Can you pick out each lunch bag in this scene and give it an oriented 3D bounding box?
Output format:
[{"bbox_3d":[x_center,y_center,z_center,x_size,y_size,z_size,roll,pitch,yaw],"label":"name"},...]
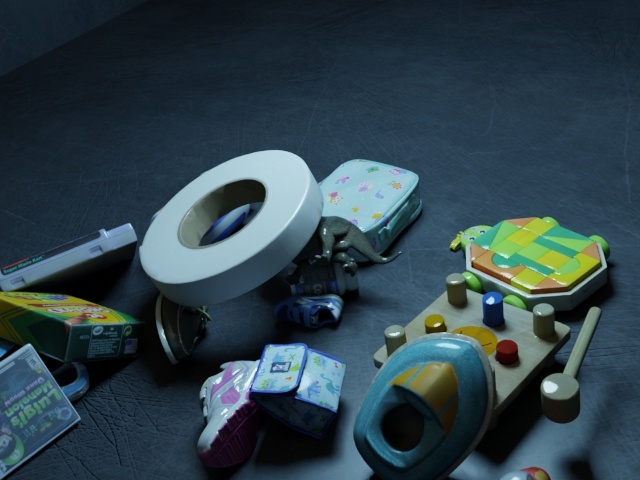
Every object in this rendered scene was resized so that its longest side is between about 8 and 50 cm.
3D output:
[{"bbox_3d":[0.091,-0.066,1.984,0.224,0.108,0.279,17,45,30],"label":"lunch bag"},{"bbox_3d":[-0.041,0.250,1.522,0.151,0.096,0.129,21,35,-2],"label":"lunch bag"}]

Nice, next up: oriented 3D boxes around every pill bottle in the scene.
[{"bbox_3d":[0.007,0.082,1.816,0.137,0.078,0.078,-12,33,1],"label":"pill bottle"},{"bbox_3d":[-0.263,-0.072,2.067,0.152,0.152,0.272,10,38,30],"label":"pill bottle"}]

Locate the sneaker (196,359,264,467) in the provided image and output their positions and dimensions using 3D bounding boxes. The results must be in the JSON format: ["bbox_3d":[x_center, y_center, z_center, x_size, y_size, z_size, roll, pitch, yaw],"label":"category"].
[{"bbox_3d":[-0.163,0.299,1.536,0.111,0.103,0.252,0,27,20],"label":"sneaker"}]

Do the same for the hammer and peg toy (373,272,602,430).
[{"bbox_3d":[0.307,0.198,1.502,0.361,0.127,0.266,19,42,39],"label":"hammer and peg toy"}]

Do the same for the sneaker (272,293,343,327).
[{"bbox_3d":[-0.026,0.143,1.759,0.144,0.053,0.059,-8,35,8],"label":"sneaker"}]

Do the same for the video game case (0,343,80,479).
[{"bbox_3d":[-0.555,0.309,1.578,0.190,0.173,0.022,-37,13,-32],"label":"video game case"}]

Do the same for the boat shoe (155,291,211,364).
[{"bbox_3d":[-0.273,0.137,1.796,0.091,0.109,0.305,-16,29,3],"label":"boat shoe"}]

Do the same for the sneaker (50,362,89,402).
[{"bbox_3d":[-0.539,0.306,1.650,0.085,0.086,0.237,18,45,35],"label":"sneaker"}]

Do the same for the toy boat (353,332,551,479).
[{"bbox_3d":[0.203,0.291,1.315,0.318,0.267,0.148,35,12,25],"label":"toy boat"}]

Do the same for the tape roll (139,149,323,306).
[{"bbox_3d":[-0.182,-0.032,1.770,0.392,0.072,0.392,-20,36,15],"label":"tape roll"}]

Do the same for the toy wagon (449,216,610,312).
[{"bbox_3d":[0.396,0.036,1.770,0.267,0.068,0.344,-31,38,-27],"label":"toy wagon"}]

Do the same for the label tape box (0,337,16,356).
[{"bbox_3d":[-0.762,0.321,1.678,0.249,0.115,0.347,5,33,24],"label":"label tape box"}]

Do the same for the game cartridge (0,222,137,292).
[{"bbox_3d":[-0.581,0.062,1.943,0.355,0.068,0.230,-23,-9,-17],"label":"game cartridge"}]

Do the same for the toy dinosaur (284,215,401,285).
[{"bbox_3d":[0.000,0.000,1.761,0.314,0.121,0.160,-9,45,14],"label":"toy dinosaur"}]

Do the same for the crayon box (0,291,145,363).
[{"bbox_3d":[-0.540,0.164,1.777,0.319,0.081,0.202,12,4,32],"label":"crayon box"}]
